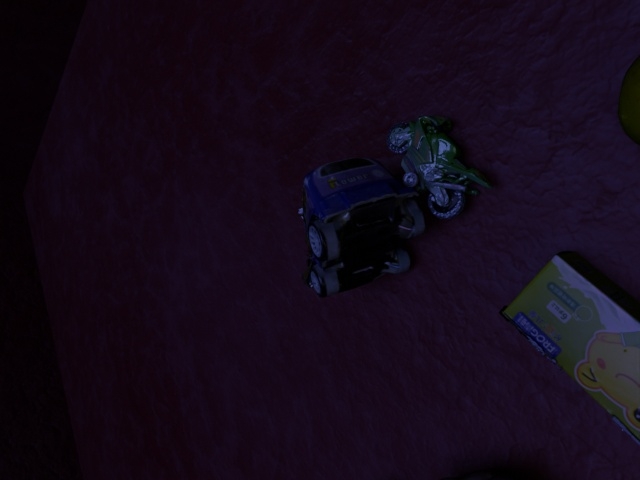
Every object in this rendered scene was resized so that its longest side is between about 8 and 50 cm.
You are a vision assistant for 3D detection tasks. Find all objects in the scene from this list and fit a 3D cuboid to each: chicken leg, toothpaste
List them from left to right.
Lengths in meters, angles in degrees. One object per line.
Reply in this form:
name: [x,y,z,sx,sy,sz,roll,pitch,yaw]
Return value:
chicken leg: [0.005,0.000,0.912,0.125,0.080,0.196,9,107,55]
toothpaste: [0.374,0.155,0.542,0.327,0.077,0.110,49,122,31]

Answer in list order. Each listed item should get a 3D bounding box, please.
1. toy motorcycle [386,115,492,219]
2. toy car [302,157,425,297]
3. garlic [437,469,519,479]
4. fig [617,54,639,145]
toy motorcycle: [0.179,-0.127,0.731,0.106,0.074,0.190,-42,64,29]
toy car: [0.049,-0.021,0.772,0.235,0.172,0.158,96,153,-49]
garlic: [0.245,0.436,0.642,0.245,0.161,0.245,-24,63,61]
fig: [0.390,-0.150,0.483,0.153,0.121,0.136,-107,36,-46]
